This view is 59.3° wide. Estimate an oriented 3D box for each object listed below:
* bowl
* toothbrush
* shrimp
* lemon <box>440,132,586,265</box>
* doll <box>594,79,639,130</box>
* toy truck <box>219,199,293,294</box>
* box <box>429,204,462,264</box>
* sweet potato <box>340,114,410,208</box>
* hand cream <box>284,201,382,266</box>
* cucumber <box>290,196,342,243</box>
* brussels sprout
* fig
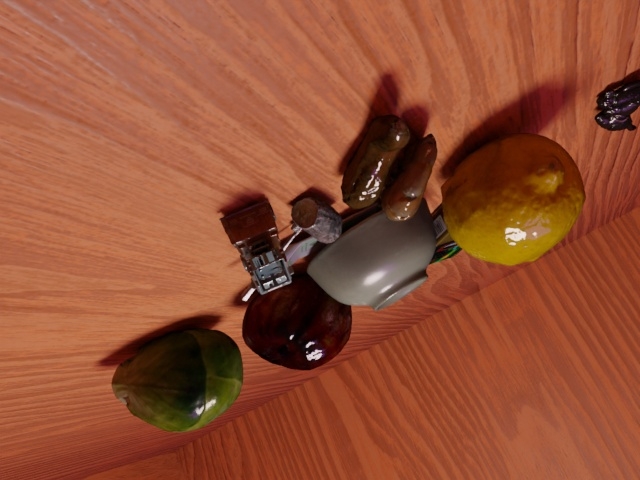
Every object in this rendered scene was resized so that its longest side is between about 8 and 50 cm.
[{"bbox_3d":[0.128,0.050,1.148,0.289,0.146,0.289,-29,166,-8],"label":"bowl"},{"bbox_3d":[-0.085,0.034,1.005,0.017,0.014,0.194,26,112,-30],"label":"toothbrush"},{"bbox_3d":[0.136,-0.093,0.917,0.061,0.146,0.267,20,174,3],"label":"shrimp"},{"bbox_3d":[0.344,-0.073,1.020,0.233,0.234,0.288,-18,164,-19],"label":"lemon"},{"bbox_3d":[0.595,-0.266,1.098,0.165,0.057,0.139,-7,157,-23],"label":"doll"},{"bbox_3d":[-0.089,0.029,0.894,0.080,0.115,0.178,-23,153,-6],"label":"toy truck"},{"bbox_3d":[0.311,-0.019,1.364,0.159,0.071,0.240,-18,160,-27],"label":"box"},{"bbox_3d":[0.082,-0.119,0.804,0.062,0.081,0.233,9,155,-10],"label":"sweet potato"},{"bbox_3d":[-0.001,-0.001,1.077,0.275,0.050,0.079,-26,-171,-11],"label":"hand cream"},{"bbox_3d":[-0.003,-0.036,0.938,0.064,0.064,0.112,-29,158,12],"label":"cucumber"},{"bbox_3d":[-0.310,0.308,1.242,0.271,0.220,0.210,-5,170,2],"label":"brussels sprout"},{"bbox_3d":[-0.041,0.180,1.246,0.263,0.224,0.224,-15,158,-32],"label":"fig"}]
